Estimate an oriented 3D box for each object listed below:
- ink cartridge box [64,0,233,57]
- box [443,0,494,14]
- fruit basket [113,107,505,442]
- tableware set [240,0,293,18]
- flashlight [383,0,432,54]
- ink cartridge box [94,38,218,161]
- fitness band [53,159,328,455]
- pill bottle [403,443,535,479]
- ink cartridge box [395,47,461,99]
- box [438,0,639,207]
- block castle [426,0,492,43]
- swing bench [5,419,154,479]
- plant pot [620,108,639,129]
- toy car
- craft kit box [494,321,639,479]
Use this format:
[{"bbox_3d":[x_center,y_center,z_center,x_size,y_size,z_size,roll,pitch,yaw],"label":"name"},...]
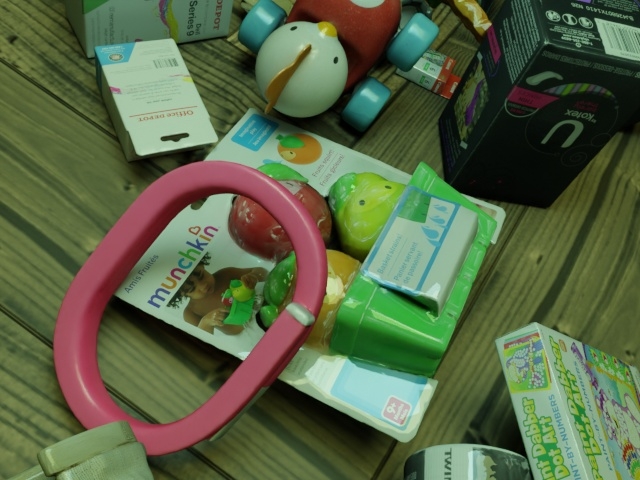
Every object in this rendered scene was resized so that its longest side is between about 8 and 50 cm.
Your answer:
[{"bbox_3d":[-0.226,-0.346,0.910,0.212,0.154,0.093,-19,64,-27],"label":"ink cartridge box"},{"bbox_3d":[0.240,-0.491,1.195,0.180,0.077,0.147,27,54,1],"label":"box"},{"bbox_3d":[0.000,0.000,0.745,0.353,0.165,0.327,28,54,7],"label":"fruit basket"},{"bbox_3d":[-0.032,-0.332,1.030,0.194,0.039,0.128,17,39,-12],"label":"tableware set"},{"bbox_3d":[0.056,-0.414,1.063,0.103,0.103,0.304,-24,55,-9],"label":"flashlight"},{"bbox_3d":[-0.207,-0.165,0.852,0.104,0.061,0.181,-14,62,-24],"label":"ink cartridge box"},{"bbox_3d":[-0.125,0.063,0.631,0.209,0.054,0.291,42,96,13],"label":"fitness band"},{"bbox_3d":[0.132,0.316,0.590,0.130,0.130,0.246,14,54,-8],"label":"pill bottle"},{"bbox_3d":[0.181,-0.262,1.054,0.115,0.029,0.063,27,53,2],"label":"ink cartridge box"},{"bbox_3d":[0.283,-0.183,0.883,0.165,0.270,0.143,8,55,-11],"label":"box"},{"bbox_3d":[0.245,-0.481,1.023,0.303,0.213,0.453,-40,81,12],"label":"block castle"},{"bbox_3d":[-0.184,0.292,0.467,0.254,0.165,0.253,-26,77,-29],"label":"swing bench"},{"bbox_3d":[0.490,-0.292,1.073,0.167,0.187,0.188,42,51,-20],"label":"plant pot"},{"bbox_3d":[-0.002,-0.236,0.837,0.219,0.210,0.238,37,33,-4],"label":"toy car"},{"bbox_3d":[0.289,0.227,0.676,0.246,0.061,0.250,20,48,-39],"label":"craft kit box"}]
